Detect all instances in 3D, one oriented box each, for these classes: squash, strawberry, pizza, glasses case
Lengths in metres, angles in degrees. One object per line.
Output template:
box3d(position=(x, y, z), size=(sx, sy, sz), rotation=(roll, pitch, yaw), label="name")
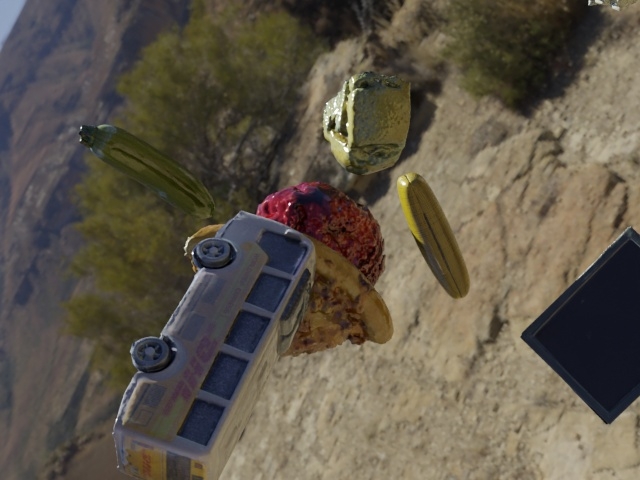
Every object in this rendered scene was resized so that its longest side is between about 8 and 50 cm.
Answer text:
box3d(position=(-0.280, -0.119, 1.401), size=(0.069, 0.258, 0.069), rotation=(-44, 24, 26), label="squash")
box3d(position=(0.000, 0.000, 1.577), size=(0.220, 0.274, 0.274), rotation=(124, 165, -51), label="strawberry")
box3d(position=(-0.055, 0.094, 1.191), size=(0.226, 0.335, 0.086), rotation=(-54, 25, 22), label="pizza")
box3d(position=(0.193, -0.008, 1.452), size=(0.064, 0.234, 0.079), rotation=(-25, 14, 4), label="glasses case")

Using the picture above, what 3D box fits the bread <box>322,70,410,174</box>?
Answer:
box3d(position=(0.060, -0.134, 1.084), size=(0.156, 0.103, 0.110), rotation=(124, 146, -73), label="bread")

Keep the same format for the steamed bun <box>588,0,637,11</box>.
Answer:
box3d(position=(0.493, -0.529, 1.328), size=(0.312, 0.233, 0.334), rotation=(-24, 69, 17), label="steamed bun")

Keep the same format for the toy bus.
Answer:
box3d(position=(-0.110, 0.109, 0.940), size=(0.342, 0.138, 0.097), rotation=(-62, -17, -45), label="toy bus")

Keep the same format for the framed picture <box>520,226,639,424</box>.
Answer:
box3d(position=(0.472, 0.135, 1.346), size=(0.252, 0.197, 0.014), rotation=(-49, -20, 16), label="framed picture")
